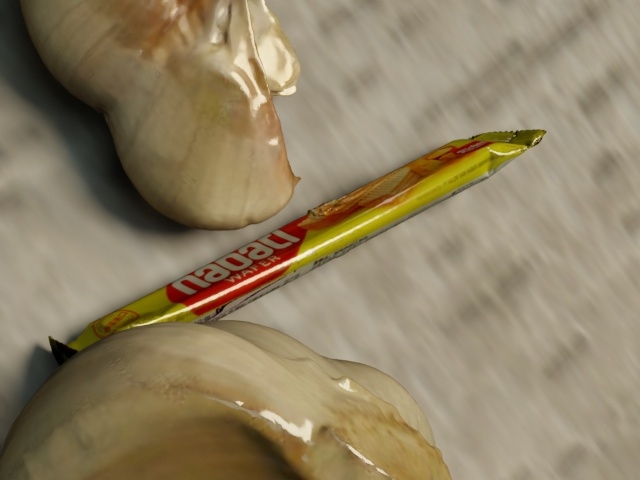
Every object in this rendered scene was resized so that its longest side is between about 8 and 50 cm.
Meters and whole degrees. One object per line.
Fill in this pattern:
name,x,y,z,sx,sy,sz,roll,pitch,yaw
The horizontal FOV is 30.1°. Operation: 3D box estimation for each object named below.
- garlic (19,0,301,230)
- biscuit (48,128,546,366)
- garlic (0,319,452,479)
garlic,-0.063,-0.088,0.557,0.124,0.099,0.174,-27,88,-17
biscuit,0.000,0.000,0.588,0.292,0.048,0.026,-28,117,-32
garlic,-0.027,0.113,0.492,0.229,0.178,0.142,45,26,-29
